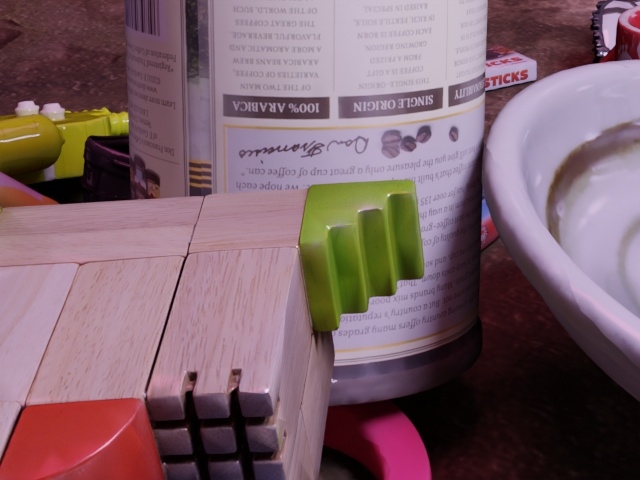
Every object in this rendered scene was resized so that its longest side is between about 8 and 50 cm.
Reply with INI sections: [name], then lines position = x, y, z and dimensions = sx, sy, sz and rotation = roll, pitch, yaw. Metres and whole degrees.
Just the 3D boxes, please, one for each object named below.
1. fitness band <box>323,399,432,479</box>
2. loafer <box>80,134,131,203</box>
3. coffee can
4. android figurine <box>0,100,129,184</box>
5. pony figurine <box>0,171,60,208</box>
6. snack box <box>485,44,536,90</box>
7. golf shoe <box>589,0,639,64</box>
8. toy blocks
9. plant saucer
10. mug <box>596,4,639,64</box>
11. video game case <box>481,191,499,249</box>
[fitness band]
position = -0.079, 0.137, 0.748
dimensions = 0.291, 0.054, 0.209
rotation = -16, 24, -28
[loafer]
position = -0.057, -0.048, 1.056
dimensions = 0.223, 0.078, 0.076
rotation = -4, 24, -1
[coffee can]
position = -0.007, -0.072, 0.828
dimensions = 0.201, 0.275, 0.201
rotation = 0, 16, 0
[android figurine]
position = -0.276, -0.072, 1.174
dimensions = 0.273, 0.056, 0.248
rotation = -12, 12, -26
[pony figurine]
position = -0.289, -0.068, 0.859
dimensions = 0.303, 0.363, 0.351
rotation = -48, 19, 2
[snack box]
position = 0.108, -0.149, 1.388
dimensions = 0.178, 0.022, 0.064
rotation = -14, 27, -23
[golf shoe]
position = 0.303, -0.190, 1.388
dimensions = 0.094, 0.077, 0.198
rotation = 7, 27, 22
[toy blocks]
position = -0.151, 0.095, 0.609
dimensions = 0.381, 0.190, 0.261
rotation = -3, 34, 8
[plant saucer]
position = 0.271, 0.036, 0.794
dimensions = 0.400, 0.100, 0.400
rotation = 9, 31, -6
[mug]
position = 0.226, -0.067, 1.008
dimensions = 0.150, 0.169, 0.113
rotation = -4, 25, -3
[video game case]
position = 0.000, 0.000, 1.068
dimensions = 0.204, 0.025, 0.285
rotation = 12, 29, 32
